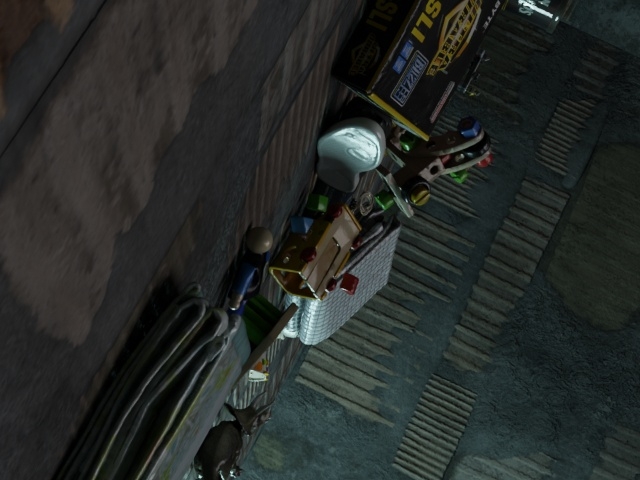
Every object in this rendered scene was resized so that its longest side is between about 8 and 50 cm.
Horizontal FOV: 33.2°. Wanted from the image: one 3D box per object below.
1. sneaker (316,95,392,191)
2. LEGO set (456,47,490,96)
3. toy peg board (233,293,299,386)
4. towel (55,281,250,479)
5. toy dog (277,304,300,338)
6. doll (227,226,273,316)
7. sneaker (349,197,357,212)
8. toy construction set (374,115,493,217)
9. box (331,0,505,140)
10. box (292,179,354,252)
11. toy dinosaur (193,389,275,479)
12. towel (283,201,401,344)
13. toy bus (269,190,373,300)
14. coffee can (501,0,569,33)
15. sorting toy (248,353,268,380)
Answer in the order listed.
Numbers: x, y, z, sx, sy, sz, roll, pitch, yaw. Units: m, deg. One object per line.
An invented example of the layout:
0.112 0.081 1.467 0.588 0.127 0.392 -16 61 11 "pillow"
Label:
0.066 -0.187 1.767 0.147 0.105 0.296 -65 -179 -14 "sneaker"
0.248 -0.324 2.399 0.331 0.192 0.255 -63 175 -11 "LEGO set"
-0.129 0.162 1.737 0.160 0.079 0.161 -49 180 20 "toy peg board"
-0.192 0.222 1.216 0.320 0.090 0.374 -60 174 -13 "towel"
0.030 0.114 2.559 0.333 0.161 0.220 -62 175 -18 "toy dog"
-0.106 0.061 1.504 0.189 0.046 0.129 -66 176 31 "doll"
0.036 -0.034 2.455 0.162 0.063 0.073 -59 176 -44 "sneaker"
0.182 -0.156 2.128 0.237 0.257 0.309 -46 159 -5 "toy construction set"
0.168 -0.333 1.599 0.322 0.079 0.257 -61 152 3 "box"
0.021 -0.074 2.084 0.183 0.059 0.232 -65 175 21 "box"
-0.208 0.430 2.151 0.313 0.121 0.160 -47 151 -59 "toy dinosaur"
0.039 0.065 2.330 0.284 0.121 0.235 -42 157 -30 "towel"
-0.008 0.006 1.918 0.202 0.104 0.191 -8 103 -51 "toy bus"
0.408 -0.584 2.259 0.201 0.275 0.201 -63 175 -10 "coffee can"
-0.135 0.270 2.409 0.083 0.045 0.075 105 -8 -66 "sorting toy"
